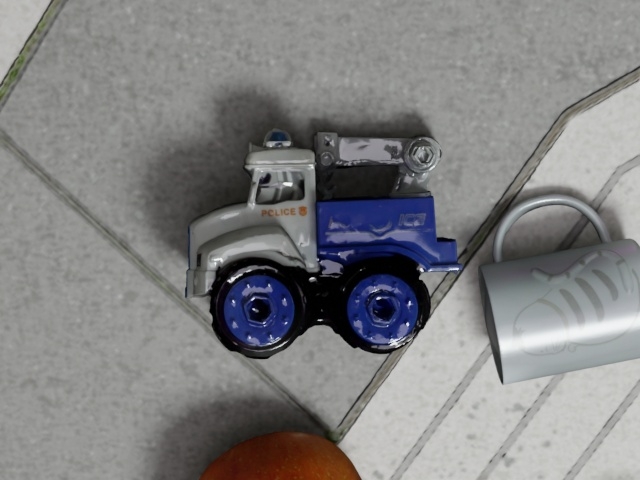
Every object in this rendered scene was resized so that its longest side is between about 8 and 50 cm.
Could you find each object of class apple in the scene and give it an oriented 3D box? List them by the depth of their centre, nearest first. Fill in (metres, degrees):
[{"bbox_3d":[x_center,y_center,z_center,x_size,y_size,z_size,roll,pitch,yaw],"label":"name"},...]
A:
[{"bbox_3d":[-0.036,0.240,1.489,0.163,0.139,0.163,-1,109,-2],"label":"apple"}]

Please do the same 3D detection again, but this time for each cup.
[{"bbox_3d":[0.195,0.040,1.448,0.133,0.099,0.136,-10,112,1],"label":"cup"}]

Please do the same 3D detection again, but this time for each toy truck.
[{"bbox_3d":[0.000,0.000,1.406,0.213,0.161,0.177,-2,92,-2],"label":"toy truck"}]
